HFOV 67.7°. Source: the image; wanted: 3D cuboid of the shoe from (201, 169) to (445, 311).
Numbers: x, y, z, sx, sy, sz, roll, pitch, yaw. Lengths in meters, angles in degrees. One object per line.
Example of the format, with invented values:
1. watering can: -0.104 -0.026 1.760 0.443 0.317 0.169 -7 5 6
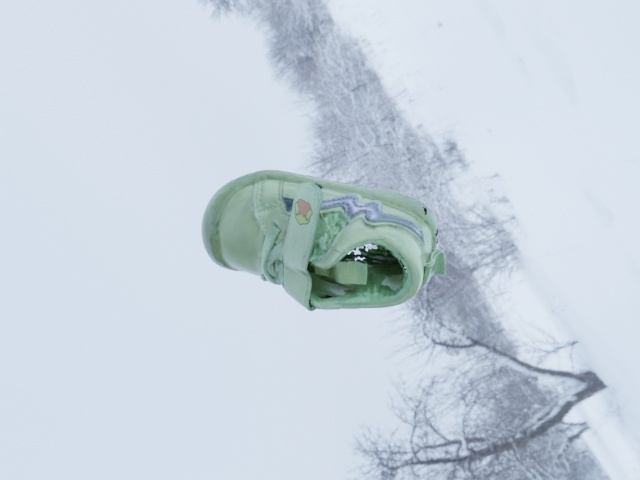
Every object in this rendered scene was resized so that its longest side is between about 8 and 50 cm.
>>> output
1. shoe: 0.000 -0.005 0.506 0.128 0.262 0.140 -89 4 -68
